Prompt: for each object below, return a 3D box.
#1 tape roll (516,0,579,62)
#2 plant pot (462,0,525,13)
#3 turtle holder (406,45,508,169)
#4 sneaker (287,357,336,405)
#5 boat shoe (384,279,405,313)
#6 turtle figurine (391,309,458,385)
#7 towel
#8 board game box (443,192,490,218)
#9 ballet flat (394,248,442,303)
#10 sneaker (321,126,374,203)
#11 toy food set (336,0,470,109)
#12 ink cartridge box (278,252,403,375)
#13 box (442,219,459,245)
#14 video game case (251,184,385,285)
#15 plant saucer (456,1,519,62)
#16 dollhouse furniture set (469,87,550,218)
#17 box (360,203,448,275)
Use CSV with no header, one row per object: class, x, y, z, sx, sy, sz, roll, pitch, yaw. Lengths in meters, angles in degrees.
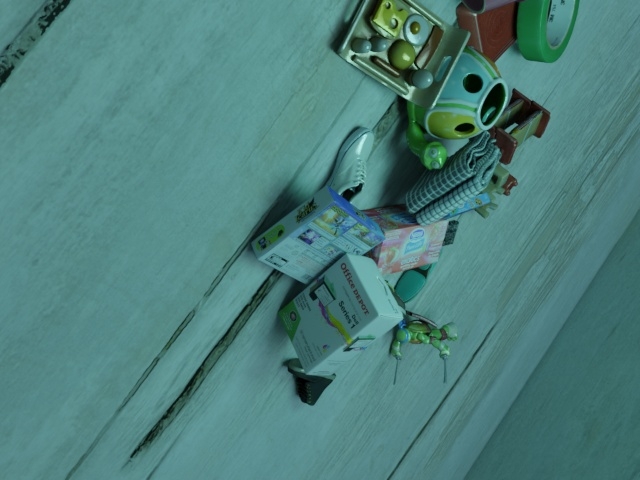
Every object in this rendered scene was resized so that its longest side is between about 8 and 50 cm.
tape roll,0.698,-0.708,2.030,0.321,0.077,0.322,-30,130,-45
plant pot,0.461,-0.695,1.746,0.180,0.201,0.201,-34,137,-7
turtle holder,0.349,-0.373,1.782,0.320,0.227,0.243,-41,138,-23
sneaker,-0.041,0.426,1.977,0.222,0.083,0.118,31,90,-53
boat shoe,0.171,0.156,2.019,0.324,0.116,0.097,28,63,-51
turtle figurine,0.354,0.375,2.294,0.266,0.275,0.198,-10,155,-49
towel,0.376,-0.183,1.883,0.235,0.121,0.284,-38,-173,38
board game box,0.407,-0.091,2.093,0.211,0.160,0.039,-17,85,-41
ballet flat,0.329,0.104,2.185,0.247,0.083,0.087,-60,156,4
sneaker,0.083,-0.166,1.732,0.094,0.091,0.258,20,98,-51
toy food set,0.206,-0.482,1.613,0.306,0.092,0.220,24,95,-33
ink cartridge box,0.049,0.195,1.751,0.278,0.201,0.117,-42,147,25
box,0.435,-0.025,2.264,0.067,0.018,0.083,-11,121,-44
video game case,0.000,0.000,1.690,0.244,0.061,0.269,-35,145,17
plant saucer,0.508,-0.636,1.936,0.258,0.047,0.259,-47,139,-16
dollhouse furniture set,0.590,-0.280,2.204,0.201,0.152,0.374,-36,153,-28
box,0.213,-0.006,1.927,0.299,0.154,0.142,-10,120,-43
